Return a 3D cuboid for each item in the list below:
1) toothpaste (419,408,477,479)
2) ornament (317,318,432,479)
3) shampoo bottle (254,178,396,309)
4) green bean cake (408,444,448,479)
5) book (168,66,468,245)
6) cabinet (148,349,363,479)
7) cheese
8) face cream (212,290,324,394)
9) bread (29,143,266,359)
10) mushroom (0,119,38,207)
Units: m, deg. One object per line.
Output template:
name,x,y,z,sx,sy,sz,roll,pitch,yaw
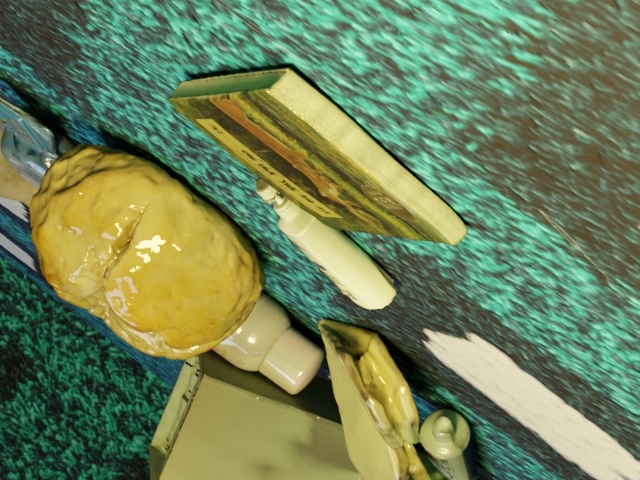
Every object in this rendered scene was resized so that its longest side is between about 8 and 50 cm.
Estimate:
toothpaste,0.130,0.212,1.873,0.069,0.047,0.268,30,168,14
ornament,0.041,0.140,1.775,0.180,0.059,0.201,59,168,32
shampoo bottle,0.000,0.000,1.432,0.141,0.034,0.049,45,175,-31
green bean cake,0.147,0.367,2.167,0.308,0.169,0.300,29,165,41
book,-0.007,-0.055,1.250,0.160,0.024,0.228,39,169,-18
cabinet,-0.059,0.212,1.983,0.206,0.145,0.150,21,-167,-11
cheese,-0.285,-0.091,1.936,0.135,0.052,0.245,31,167,20
face cream,-0.115,0.061,1.942,0.269,0.082,0.082,37,170,10
bread,-0.171,0.020,1.761,0.244,0.134,0.244,28,165,8
mushroom,-0.356,-0.097,2.051,0.097,0.088,0.212,5,151,48
